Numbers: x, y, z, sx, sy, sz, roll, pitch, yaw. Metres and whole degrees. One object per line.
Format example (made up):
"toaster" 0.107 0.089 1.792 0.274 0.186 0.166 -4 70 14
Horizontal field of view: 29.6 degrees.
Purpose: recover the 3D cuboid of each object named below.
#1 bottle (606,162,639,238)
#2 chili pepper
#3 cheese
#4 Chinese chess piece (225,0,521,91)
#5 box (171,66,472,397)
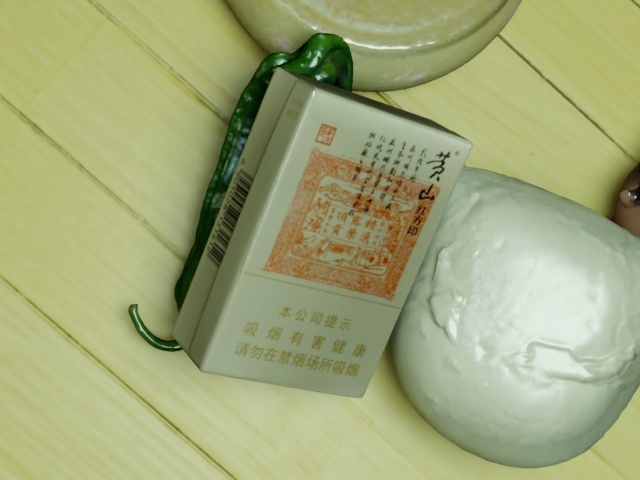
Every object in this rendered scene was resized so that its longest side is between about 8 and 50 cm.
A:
"bottle" 0.337 -0.008 0.918 0.237 0.147 0.147 9 85 0
"chili pepper" -0.044 -0.029 0.859 0.100 0.074 0.256 10 106 -42
"cheese" 0.140 0.063 0.867 0.198 0.154 0.189 26 83 6
"Chinese chess piece" 0.041 -0.236 0.904 0.251 0.097 0.250 1 85 -9
"box" 0.000 0.000 0.815 0.141 0.058 0.201 16 103 -34
